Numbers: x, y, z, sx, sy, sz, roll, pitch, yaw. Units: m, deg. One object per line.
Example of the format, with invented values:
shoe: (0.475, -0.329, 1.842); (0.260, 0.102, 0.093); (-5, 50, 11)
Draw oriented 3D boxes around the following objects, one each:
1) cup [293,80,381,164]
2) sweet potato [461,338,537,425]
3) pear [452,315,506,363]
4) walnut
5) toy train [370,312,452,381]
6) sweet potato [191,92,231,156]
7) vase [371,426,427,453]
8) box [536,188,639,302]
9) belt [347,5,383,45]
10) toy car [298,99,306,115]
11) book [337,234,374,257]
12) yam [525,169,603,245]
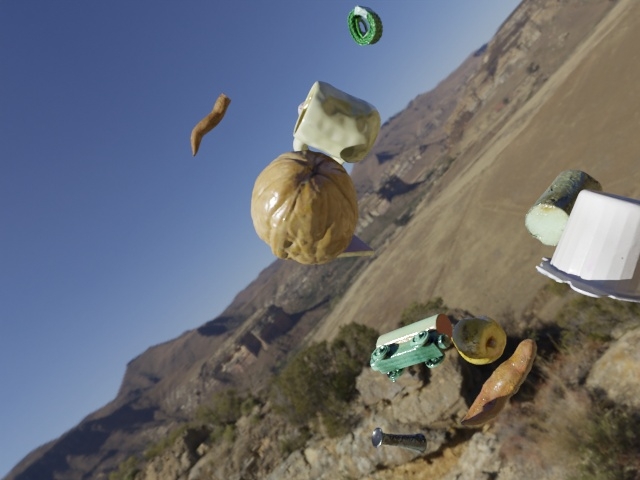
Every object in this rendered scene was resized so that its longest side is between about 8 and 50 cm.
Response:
cup: (0.031, -0.288, 1.439); (0.173, 0.202, 0.255); (-89, 25, -58)
sweet potato: (0.583, 0.467, 1.664); (0.355, 0.106, 0.095); (-49, 44, -2)
pear: (0.526, 0.327, 1.733); (0.178, 0.178, 0.178); (-47, -1, -1)
walnut: (-0.042, -0.077, 1.348); (0.313, 0.276, 0.252); (109, 159, -50)
toy train: (0.279, 0.318, 1.591); (0.285, 0.116, 0.177); (-31, 16, 39)
sweet potato: (-0.466, -0.479, 2.131); (0.281, 0.067, 0.059); (-49, 40, 9)
vase: (0.236, 0.599, 1.549); (0.059, 0.166, 0.059); (-44, 37, 48)
box: (0.640, 0.001, 1.166); (0.291, 0.262, 0.207); (-6, -68, -52)
belt: (0.174, -0.821, 1.973); (0.079, 0.151, 0.121); (-28, -8, -45)
toy car: (-0.022, -0.427, 1.941); (0.108, 0.089, 0.210); (-38, -35, -28)
book: (0.000, 0.000, 2.094); (0.373, 0.262, 0.028); (-3, -61, -33)
yam: (0.840, -0.126, 1.770); (0.304, 0.168, 0.168); (-41, -4, -29)
